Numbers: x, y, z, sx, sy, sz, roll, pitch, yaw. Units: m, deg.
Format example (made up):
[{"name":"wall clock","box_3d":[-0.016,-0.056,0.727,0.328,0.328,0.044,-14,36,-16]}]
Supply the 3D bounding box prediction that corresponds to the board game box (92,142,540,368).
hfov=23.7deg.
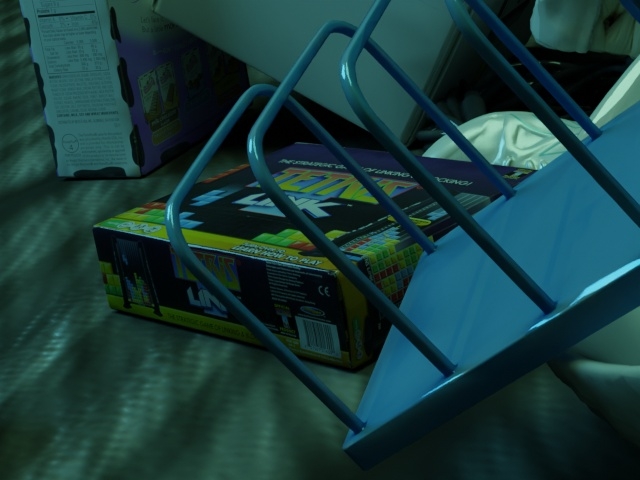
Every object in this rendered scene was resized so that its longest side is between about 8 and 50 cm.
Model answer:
[{"name":"board game box","box_3d":[0.000,0.000,0.720,0.170,0.048,0.141,10,27,44]}]

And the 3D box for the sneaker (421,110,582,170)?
[{"name":"sneaker","box_3d":[0.120,-0.035,0.756,0.152,0.054,0.061,-6,21,7]}]

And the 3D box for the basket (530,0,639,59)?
[{"name":"basket","box_3d":[0.302,-0.257,0.833,0.266,0.328,0.331,18,24,11]}]

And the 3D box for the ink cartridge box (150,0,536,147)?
[{"name":"ink cartridge box","box_3d":[0.055,-0.223,1.017,0.198,0.197,0.270,30,30,11]}]

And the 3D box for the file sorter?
[{"name":"file sorter","box_3d":[0.052,-0.035,0.462,0.170,0.104,0.118,-37,14,33]}]

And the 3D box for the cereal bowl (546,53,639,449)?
[{"name":"cereal bowl","box_3d":[0.231,-0.037,0.464,0.339,0.141,0.339,-42,12,11]}]

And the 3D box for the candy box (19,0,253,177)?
[{"name":"candy box","box_3d":[-0.126,-0.160,1.022,0.070,0.196,0.165,-1,20,25]}]

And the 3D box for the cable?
[{"name":"cable","box_3d":[0.131,-0.069,0.881,0.150,0.047,0.184,-25,20,-20]}]
